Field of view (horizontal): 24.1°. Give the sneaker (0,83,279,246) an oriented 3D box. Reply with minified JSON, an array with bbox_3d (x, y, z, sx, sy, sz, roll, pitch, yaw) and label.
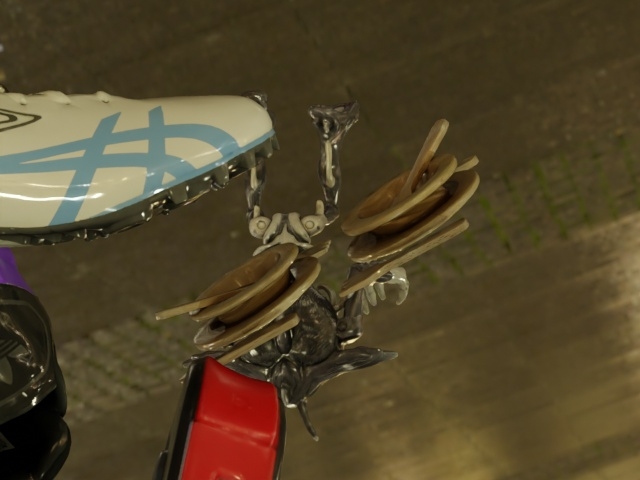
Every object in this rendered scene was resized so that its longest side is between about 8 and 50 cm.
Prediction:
[{"bbox_3d":[-0.129,-0.033,0.560,0.237,0.086,0.085,-11,179,-20],"label":"sneaker"}]

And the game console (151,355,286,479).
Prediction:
[{"bbox_3d":[-0.105,0.285,0.772,0.060,0.386,0.342,17,142,-9],"label":"game console"}]

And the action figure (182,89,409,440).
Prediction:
[{"bbox_3d":[-0.015,0.028,1.161,0.164,0.275,0.141,-4,162,14],"label":"action figure"}]

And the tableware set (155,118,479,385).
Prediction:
[{"bbox_3d":[0.000,0.000,0.855,0.194,0.039,0.128,-30,-167,17],"label":"tableware set"}]

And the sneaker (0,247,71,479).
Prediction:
[{"bbox_3d":[-0.191,0.073,0.732,0.102,0.146,0.293,-34,177,-24],"label":"sneaker"}]
